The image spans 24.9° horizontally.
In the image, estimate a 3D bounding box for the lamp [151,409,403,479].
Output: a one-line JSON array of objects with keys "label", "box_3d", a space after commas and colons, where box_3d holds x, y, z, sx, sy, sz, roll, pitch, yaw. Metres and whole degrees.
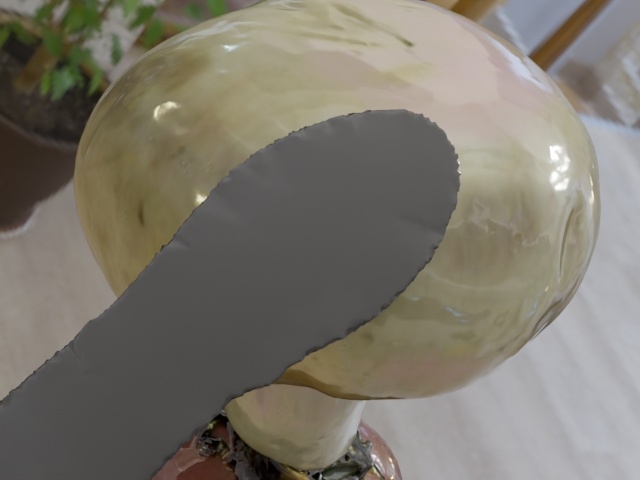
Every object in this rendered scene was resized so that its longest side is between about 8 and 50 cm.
[{"label": "lamp", "box_3d": [-0.054, 0.222, 1.228, 0.305, 0.239, 0.305, 21, 43, -20]}]

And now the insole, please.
[{"label": "insole", "box_3d": [-0.049, 0.038, 0.743, 0.322, 0.007, 0.109, -42, 87, -18]}]

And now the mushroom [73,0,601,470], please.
[{"label": "mushroom", "box_3d": [-0.003, -0.026, 1.004, 0.325, 0.353, 0.353, 37, 32, -19]}]
